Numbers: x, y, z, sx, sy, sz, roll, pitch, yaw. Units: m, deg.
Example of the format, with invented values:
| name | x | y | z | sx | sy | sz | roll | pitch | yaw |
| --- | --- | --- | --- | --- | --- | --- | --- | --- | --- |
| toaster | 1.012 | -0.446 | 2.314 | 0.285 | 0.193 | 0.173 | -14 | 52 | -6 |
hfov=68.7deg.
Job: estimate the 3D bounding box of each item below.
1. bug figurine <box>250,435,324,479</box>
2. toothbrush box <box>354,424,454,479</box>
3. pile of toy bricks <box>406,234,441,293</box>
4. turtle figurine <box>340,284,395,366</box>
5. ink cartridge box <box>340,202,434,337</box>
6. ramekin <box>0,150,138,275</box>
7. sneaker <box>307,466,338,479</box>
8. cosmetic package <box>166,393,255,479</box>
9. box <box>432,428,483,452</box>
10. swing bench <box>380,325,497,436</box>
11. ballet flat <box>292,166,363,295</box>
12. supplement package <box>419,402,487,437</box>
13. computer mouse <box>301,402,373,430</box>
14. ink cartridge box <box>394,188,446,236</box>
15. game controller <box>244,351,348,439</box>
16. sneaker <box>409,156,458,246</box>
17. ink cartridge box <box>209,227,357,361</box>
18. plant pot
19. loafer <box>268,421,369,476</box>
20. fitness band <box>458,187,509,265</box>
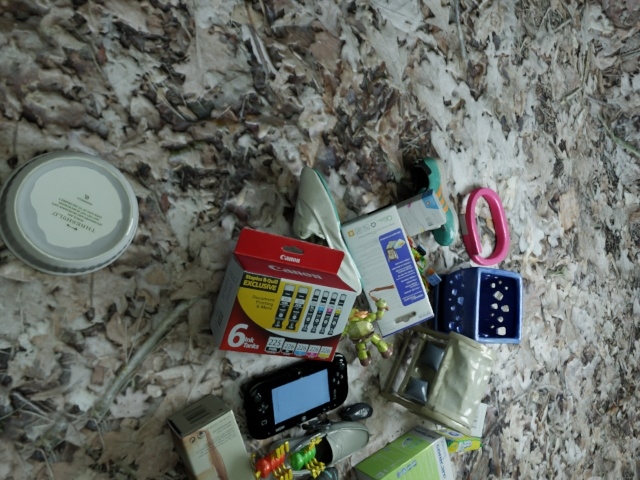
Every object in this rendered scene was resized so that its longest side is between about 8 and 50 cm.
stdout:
| name | x | y | z | sx | sy | sz | roll | pitch | yaw |
| --- | --- | --- | --- | --- | --- | --- | --- | --- | --- |
| bug figurine | -0.072 | 0.597 | 1.108 | 0.216 | 0.072 | 0.279 | -6 | 90 | -52 |
| toothbrush box | 0.265 | 0.738 | 1.435 | 0.283 | 0.122 | 0.206 | -17 | 97 | -31 |
| pile of toy bricks | 0.304 | 0.060 | 1.507 | 0.212 | 0.118 | 0.105 | 44 | 28 | -12 |
| turtle figurine | 0.132 | 0.258 | 1.343 | 0.269 | 0.087 | 0.217 | -32 | 120 | -1 |
| ink cartridge box | 0.198 | 0.092 | 1.406 | 0.175 | 0.069 | 0.371 | -22 | 100 | -3 |
| ramekin | -0.508 | -0.060 | 0.965 | 0.272 | 0.127 | 0.273 | 1 | 87 | -33 |
| sneaker | 0.012 | 0.754 | 1.286 | 0.106 | 0.101 | 0.267 | -14 | 112 | -59 |
| cosmetic package | -0.242 | 0.539 | 1.103 | 0.129 | 0.153 | 0.296 | -23 | 99 | -30 |
| box | 0.450 | 0.666 | 1.564 | 0.179 | 0.105 | 0.043 | 12 | 83 | -32 |
| swing bench | 0.360 | 0.415 | 1.426 | 0.165 | 0.254 | 0.253 | 35 | 71 | -26 |
| ballet flat | 0.000 | 0.000 | 1.293 | 0.139 | 0.139 | 0.400 | -31 | 108 | -29 |
| supplement package | 0.424 | 0.549 | 1.507 | 0.105 | 0.179 | 0.105 | 22 | 77 | -30 |
| computer mouse | 0.052 | 0.497 | 1.332 | 0.242 | 0.071 | 0.041 | 1 | 82 | -37 |
| ink cartridge box | 0.292 | -0.077 | 1.479 | 0.104 | 0.181 | 0.061 | 61 | 25 | -16 |
| game controller | -0.057 | 0.417 | 1.273 | 0.319 | 0.067 | 0.167 | -11 | 95 | -32 |
| sneaker | 0.358 | -0.122 | 1.537 | 0.121 | 0.108 | 0.302 | -12 | 87 | -31 |
| ink cartridge box | -0.083 | 0.140 | 1.167 | 0.309 | 0.130 | 0.272 | 13 | 103 | -27 |
| plant pot | 0.507 | 0.215 | 1.546 | 0.236 | 0.212 | 0.236 | 10 | 79 | -32 |
| loafer | 0.014 | 0.577 | 1.285 | 0.319 | 0.111 | 0.112 | -4 | 91 | -32 |
| fitness band | 0.607 | -0.049 | 1.718 | 0.209 | 0.054 | 0.291 | -21 | 101 | -31 |
